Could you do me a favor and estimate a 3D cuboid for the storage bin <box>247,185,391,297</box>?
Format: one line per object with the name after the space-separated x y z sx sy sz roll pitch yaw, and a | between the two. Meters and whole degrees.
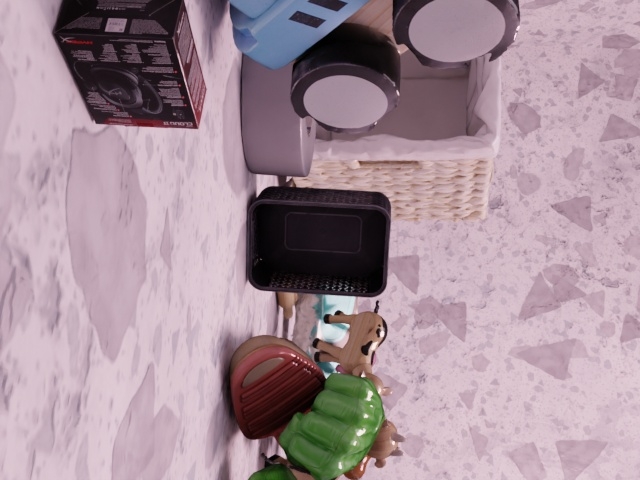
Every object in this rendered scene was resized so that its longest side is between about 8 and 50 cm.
0.000 0.000 1.044 0.084 0.180 0.122 -70 163 -73 | storage bin

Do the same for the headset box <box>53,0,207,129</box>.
-0.099 -0.093 0.438 0.083 0.062 0.032 83 11 -62 | headset box

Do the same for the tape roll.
-0.046 -0.190 1.012 0.219 0.072 0.219 3 90 -85 | tape roll

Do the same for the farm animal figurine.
0.049 0.308 1.347 0.327 0.172 0.330 -33 124 -47 | farm animal figurine

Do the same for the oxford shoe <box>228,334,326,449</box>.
-0.064 0.183 1.052 0.130 0.123 0.348 57 -7 27 | oxford shoe

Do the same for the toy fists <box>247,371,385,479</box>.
-0.020 0.282 0.963 0.279 0.096 0.142 -54 167 -6 | toy fists

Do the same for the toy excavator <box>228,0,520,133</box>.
-0.009 -0.328 0.619 0.433 0.445 0.222 -27 -131 45 | toy excavator

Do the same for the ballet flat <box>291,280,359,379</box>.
-0.002 0.191 1.519 0.147 0.147 0.408 -44 141 -84 | ballet flat

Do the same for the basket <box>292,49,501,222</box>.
0.118 -0.224 1.294 0.266 0.329 0.331 69 24 -65 | basket

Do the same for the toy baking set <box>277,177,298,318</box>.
-0.055 0.006 1.370 0.256 0.030 0.196 88 4 -54 | toy baking set
